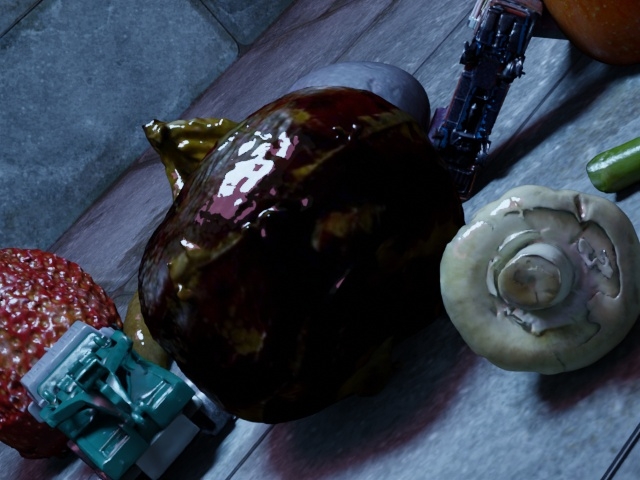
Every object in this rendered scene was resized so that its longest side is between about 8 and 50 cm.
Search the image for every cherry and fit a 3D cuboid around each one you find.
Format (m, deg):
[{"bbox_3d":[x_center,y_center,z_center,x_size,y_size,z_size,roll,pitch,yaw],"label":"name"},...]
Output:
[{"bbox_3d":[0.036,-0.147,1.509,0.266,0.183,0.213,-36,12,-30],"label":"cherry"}]

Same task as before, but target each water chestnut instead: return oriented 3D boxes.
[{"bbox_3d":[-0.040,-0.010,1.108,0.335,0.347,0.335,-42,-25,-24],"label":"water chestnut"}]

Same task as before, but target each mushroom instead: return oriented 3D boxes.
[{"bbox_3d":[0.170,0.028,0.862,0.154,0.154,0.122,-39,-8,10],"label":"mushroom"}]

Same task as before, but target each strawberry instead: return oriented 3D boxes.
[{"bbox_3d":[-0.406,0.148,1.589,0.239,0.288,0.250,-39,23,-1],"label":"strawberry"}]

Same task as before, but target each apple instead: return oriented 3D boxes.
[{"bbox_3d":[0.335,-0.286,1.235,0.181,0.168,0.181,-32,19,12],"label":"apple"}]

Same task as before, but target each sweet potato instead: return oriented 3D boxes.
[{"bbox_3d":[-0.215,0.076,1.685,0.114,0.092,0.341,9,40,19],"label":"sweet potato"}]

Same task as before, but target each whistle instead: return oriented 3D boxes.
[{"bbox_3d":[0.153,-0.132,1.482,0.033,0.033,0.176,-31,20,32],"label":"whistle"}]

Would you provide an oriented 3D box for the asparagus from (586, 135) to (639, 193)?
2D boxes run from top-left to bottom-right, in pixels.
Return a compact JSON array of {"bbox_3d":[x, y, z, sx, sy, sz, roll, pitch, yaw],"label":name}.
[{"bbox_3d":[0.321,-0.089,1.003,0.045,0.041,0.178,5,-24,-46],"label":"asparagus"}]

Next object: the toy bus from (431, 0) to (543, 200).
[{"bbox_3d":[0.181,-0.164,1.276,0.096,0.074,0.234,-55,-13,-61],"label":"toy bus"}]

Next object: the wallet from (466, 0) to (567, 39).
[{"bbox_3d":[0.269,-0.300,1.357,0.232,0.025,0.119,-8,-48,-49],"label":"wallet"}]

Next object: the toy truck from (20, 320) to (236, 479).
[{"bbox_3d":[-0.239,0.191,1.325,0.176,0.178,0.363,-47,15,-15],"label":"toy truck"}]
